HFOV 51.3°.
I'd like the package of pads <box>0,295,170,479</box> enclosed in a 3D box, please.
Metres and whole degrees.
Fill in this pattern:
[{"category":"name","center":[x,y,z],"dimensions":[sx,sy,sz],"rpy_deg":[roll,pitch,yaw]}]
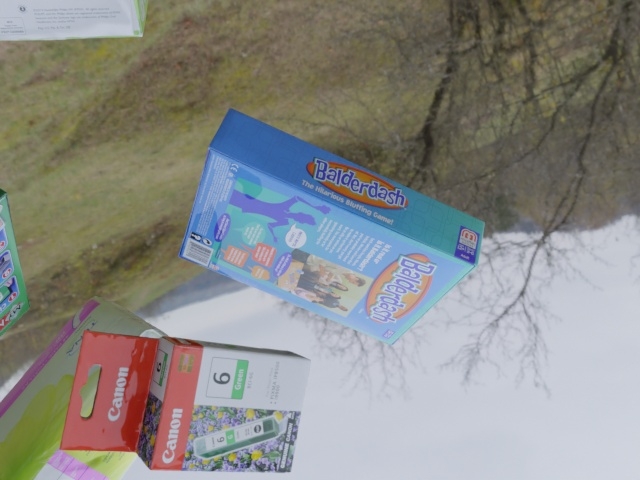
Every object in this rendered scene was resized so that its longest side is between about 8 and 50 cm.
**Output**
[{"category":"package of pads","center":[-0.298,0.216,0.788],"dimensions":[0.296,0.101,0.229],"rpy_deg":[-54,-149,-16]}]

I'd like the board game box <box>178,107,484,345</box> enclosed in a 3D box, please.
[{"category":"board game box","center":[0.000,0.000,0.543],"dimensions":[0.210,0.047,0.160],"rpy_deg":[24,144,-6]}]

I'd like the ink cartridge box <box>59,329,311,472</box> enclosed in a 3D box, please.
[{"category":"ink cartridge box","center":[-0.065,0.083,0.339],"dimensions":[0.115,0.062,0.029],"rpy_deg":[12,176,-29]}]

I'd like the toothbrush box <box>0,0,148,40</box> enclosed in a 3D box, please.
[{"category":"toothbrush box","center":[-0.274,-0.309,0.644],"dimensions":[0.206,0.122,0.283],"rpy_deg":[-3,-139,-7]}]

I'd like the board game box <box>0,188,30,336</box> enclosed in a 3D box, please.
[{"category":"board game box","center":[-0.390,0.110,0.576],"dimensions":[0.317,0.046,0.213],"rpy_deg":[-55,174,-37]}]
